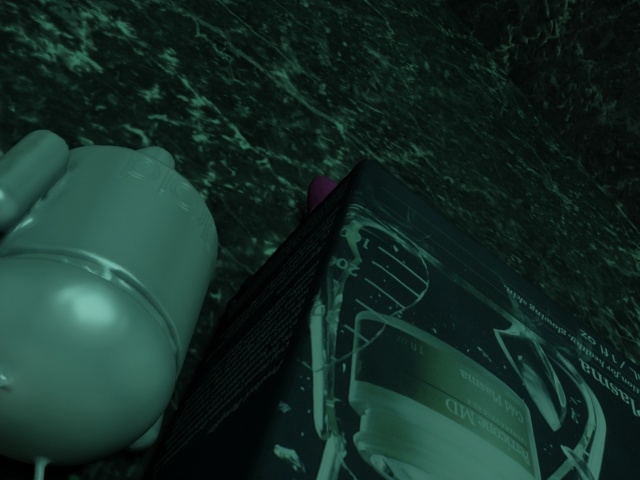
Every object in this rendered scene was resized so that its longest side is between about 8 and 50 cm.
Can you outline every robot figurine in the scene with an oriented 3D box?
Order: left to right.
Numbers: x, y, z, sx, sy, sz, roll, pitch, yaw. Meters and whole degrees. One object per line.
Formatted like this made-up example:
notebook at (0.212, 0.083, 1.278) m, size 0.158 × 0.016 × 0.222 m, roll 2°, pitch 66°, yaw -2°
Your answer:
robot figurine at (-0.208, 0.050, 0.726) m, size 0.353 × 0.200 × 0.299 m, roll -81°, pitch 152°, yaw -53°

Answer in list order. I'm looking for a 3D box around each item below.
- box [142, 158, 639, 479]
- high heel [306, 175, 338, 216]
box at (0.104, 0.255, 0.749) m, size 0.480 × 0.297 × 0.471 m, roll 36°, pitch 34°, yaw -11°
high heel at (0.000, 0.000, 1.135) m, size 0.117 × 0.082 × 0.244 m, roll 22°, pitch 49°, yaw -47°
